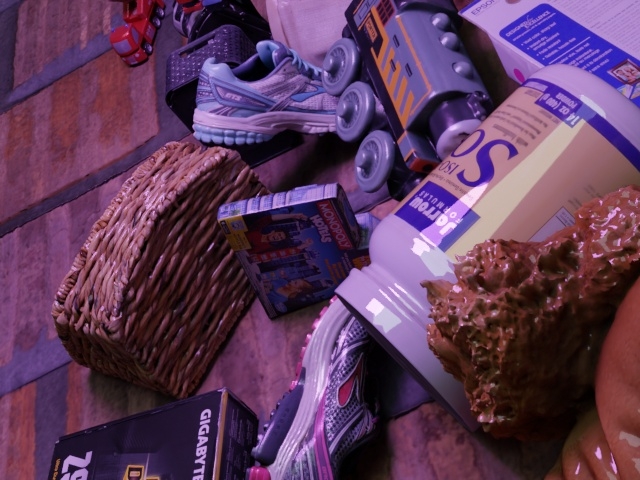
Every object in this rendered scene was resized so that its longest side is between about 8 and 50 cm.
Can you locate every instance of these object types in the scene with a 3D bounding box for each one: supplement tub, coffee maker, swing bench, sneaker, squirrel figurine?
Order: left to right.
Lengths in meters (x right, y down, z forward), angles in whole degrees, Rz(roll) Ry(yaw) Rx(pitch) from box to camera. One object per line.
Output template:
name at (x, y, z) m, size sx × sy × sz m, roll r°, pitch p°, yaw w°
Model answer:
coffee maker at (-0.131, -0.299, 2.045) m, size 0.120 × 0.171 × 0.178 m, roll -43°, pitch 25°, yaw 7°
sneaker at (-0.033, -0.201, 1.794) m, size 0.283 × 0.122 × 0.110 m, roll -13°, pitch 23°, yaw -32°
sneaker at (0.024, 0.176, 1.513) m, size 0.112 × 0.121 × 0.299 m, roll 18°, pitch 62°, yaw 14°
swing bench at (0.074, -0.365, 1.910) m, size 0.253 × 0.165 × 0.254 m, roll -10°, pitch 49°, yaw 31°
supplement tub at (0.202, 0.009, 1.406) m, size 0.331 × 0.241 × 0.241 m, roll -44°, pitch 40°, yaw -4°
squirrel figurine at (0.262, 0.164, 1.196) m, size 0.370 × 0.281 × 0.397 m, roll -47°, pitch 60°, yaw 23°

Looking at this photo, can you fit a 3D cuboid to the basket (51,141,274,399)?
basket at (-0.223, 0.018, 1.757) m, size 0.223 × 0.213 × 0.299 m, roll 13°, pitch 63°, yaw 43°

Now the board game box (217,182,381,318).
board game box at (0.000, 0.000, 1.649) m, size 0.194 × 0.194 × 0.060 m, roll -11°, pitch 47°, yaw 12°

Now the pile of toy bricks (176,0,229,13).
pile of toy bricks at (-0.130, -0.399, 1.891) m, size 0.212 × 0.105 × 0.118 m, roll -10°, pitch 45°, yaw 31°

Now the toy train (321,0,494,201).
toy train at (0.110, -0.188, 1.683) m, size 0.190 × 0.142 × 0.334 m, roll -54°, pitch 38°, yaw 36°

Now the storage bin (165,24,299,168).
storage bin at (-0.121, -0.193, 1.893) m, size 0.122 × 0.180 × 0.084 m, roll -24°, pitch 43°, yaw 19°

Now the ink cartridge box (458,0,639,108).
ink cartridge box at (0.339, -0.207, 1.561) m, size 0.176 × 0.069 × 0.371 m, roll -34°, pitch 50°, yaw -13°

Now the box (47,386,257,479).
box at (-0.208, 0.345, 1.555) m, size 0.257 × 0.079 × 0.322 m, roll -20°, pitch 44°, yaw 26°

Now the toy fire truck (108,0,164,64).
toy fire truck at (-0.319, -0.401, 2.276) m, size 0.047 × 0.135 × 0.192 m, roll -13°, pitch 47°, yaw 30°
